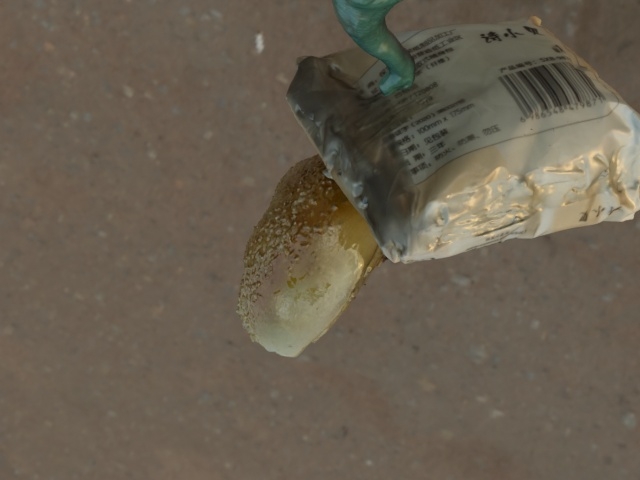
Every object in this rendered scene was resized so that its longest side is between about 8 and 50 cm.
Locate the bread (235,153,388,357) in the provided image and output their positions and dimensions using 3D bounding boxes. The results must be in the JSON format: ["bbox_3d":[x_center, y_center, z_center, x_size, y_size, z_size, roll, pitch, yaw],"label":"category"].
[{"bbox_3d":[-0.001,0.003,1.672,0.171,0.314,0.192,32,170,-9],"label":"bread"}]

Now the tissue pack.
[{"bbox_3d":[0.184,-0.142,1.560,0.375,0.390,0.195,-12,134,-15],"label":"tissue pack"}]

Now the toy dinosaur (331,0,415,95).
[{"bbox_3d":[0.116,-0.295,1.253,0.383,0.129,0.330,-36,152,29],"label":"toy dinosaur"}]
